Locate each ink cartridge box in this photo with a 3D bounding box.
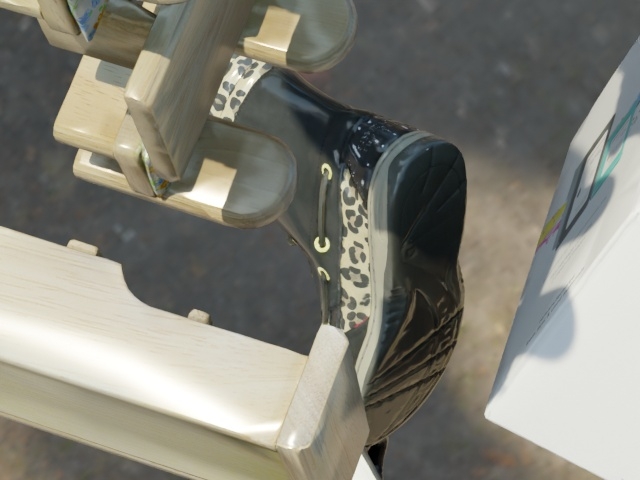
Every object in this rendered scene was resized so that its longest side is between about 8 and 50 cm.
[{"bbox_3d":[0.250,0.002,1.180,0.198,0.197,0.270,28,44,-3],"label":"ink cartridge box"}]

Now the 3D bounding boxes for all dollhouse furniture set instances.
[{"bbox_3d":[-0.034,-0.044,0.715,0.161,0.212,0.242,17,72,11],"label":"dollhouse furniture set"}]

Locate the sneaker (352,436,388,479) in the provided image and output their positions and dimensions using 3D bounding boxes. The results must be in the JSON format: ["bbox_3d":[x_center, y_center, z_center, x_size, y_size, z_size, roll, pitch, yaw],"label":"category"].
[{"bbox_3d":[-0.015,0.249,1.434,0.127,0.182,0.316,66,35,-57],"label":"sneaker"}]

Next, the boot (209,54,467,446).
[{"bbox_3d":[0.001,-0.001,1.238,0.085,0.236,0.178,-29,50,-34],"label":"boot"}]
